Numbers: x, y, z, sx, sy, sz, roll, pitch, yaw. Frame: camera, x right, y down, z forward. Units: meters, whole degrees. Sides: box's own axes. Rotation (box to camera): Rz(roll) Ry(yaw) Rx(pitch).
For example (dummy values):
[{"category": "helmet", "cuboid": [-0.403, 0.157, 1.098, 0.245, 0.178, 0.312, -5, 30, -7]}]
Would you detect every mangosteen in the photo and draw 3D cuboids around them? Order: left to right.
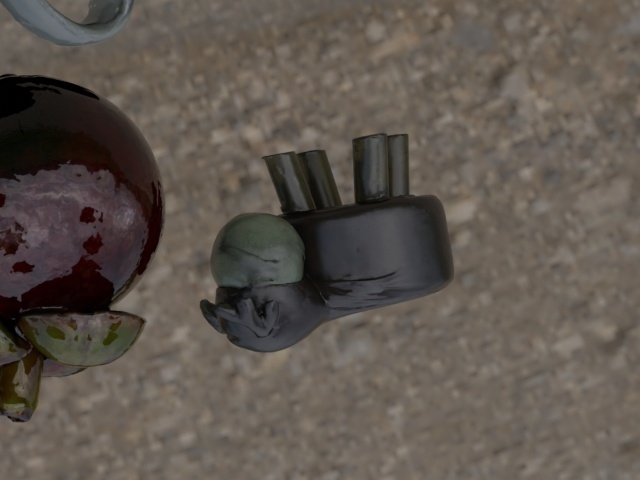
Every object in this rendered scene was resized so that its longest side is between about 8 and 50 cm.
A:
[{"category": "mangosteen", "cuboid": [-0.172, 0.005, 1.065, 0.200, 0.200, 0.200, -14, 148, -9]}]

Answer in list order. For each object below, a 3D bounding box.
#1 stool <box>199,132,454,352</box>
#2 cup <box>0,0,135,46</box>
[{"category": "stool", "cuboid": [0.000, 0.000, 1.197, 0.217, 0.121, 0.125, -14, -176, -43]}, {"category": "cup", "cuboid": [-0.210, -0.294, 1.357, 0.227, 0.301, 0.257, 2, -177, 39]}]
